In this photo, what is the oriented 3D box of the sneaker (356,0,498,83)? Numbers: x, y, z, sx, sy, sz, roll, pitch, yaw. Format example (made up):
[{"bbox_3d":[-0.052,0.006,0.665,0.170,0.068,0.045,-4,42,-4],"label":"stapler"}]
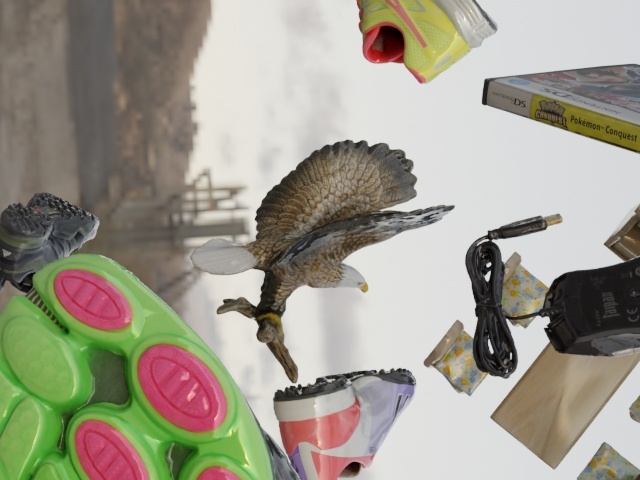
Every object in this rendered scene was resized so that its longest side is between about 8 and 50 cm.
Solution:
[{"bbox_3d":[0.059,-0.199,1.423,0.081,0.094,0.208,38,4,-38],"label":"sneaker"}]

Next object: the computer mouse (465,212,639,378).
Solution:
[{"bbox_3d":[0.274,0.046,1.681,0.060,0.262,0.184,65,13,-52],"label":"computer mouse"}]

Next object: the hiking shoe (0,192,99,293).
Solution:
[{"bbox_3d":[-0.362,0.008,2.132,0.114,0.086,0.227,-66,166,12],"label":"hiking shoe"}]

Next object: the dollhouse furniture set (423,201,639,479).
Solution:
[{"bbox_3d":[0.410,0.132,2.359,0.394,0.362,0.256,-50,175,-9],"label":"dollhouse furniture set"}]

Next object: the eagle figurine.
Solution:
[{"bbox_3d":[0.006,0.002,2.157,0.298,0.226,0.225,-53,161,13],"label":"eagle figurine"}]

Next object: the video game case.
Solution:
[{"bbox_3d":[0.367,-0.155,1.905,0.248,0.274,0.035,24,-64,45],"label":"video game case"}]

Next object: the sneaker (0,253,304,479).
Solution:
[{"bbox_3d":[-0.050,0.223,1.054,0.483,0.185,0.202,55,1,-6],"label":"sneaker"}]

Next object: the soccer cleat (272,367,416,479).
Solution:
[{"bbox_3d":[0.034,0.212,1.910,0.318,0.108,0.116,-3,84,-70],"label":"soccer cleat"}]
